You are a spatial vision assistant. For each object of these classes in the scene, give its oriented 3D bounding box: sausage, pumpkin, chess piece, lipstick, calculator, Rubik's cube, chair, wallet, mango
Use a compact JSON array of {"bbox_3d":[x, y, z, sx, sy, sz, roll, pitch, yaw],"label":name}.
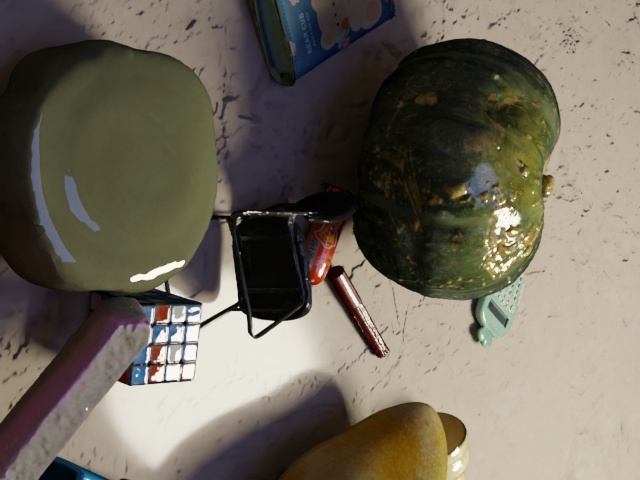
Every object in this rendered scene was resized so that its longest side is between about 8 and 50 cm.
[{"bbox_3d":[0.000,0.000,1.473,0.050,0.048,0.145,25,83,-39],"label":"sausage"},{"bbox_3d":[0.174,-0.090,1.459,0.292,0.257,0.328,86,16,-51],"label":"pumpkin"},{"bbox_3d":[0.201,0.452,1.717,0.117,0.117,0.397,-35,122,-35],"label":"chess piece"},{"bbox_3d":[0.055,0.103,1.563,0.027,0.027,0.176,-50,131,-26],"label":"lipstick"},{"bbox_3d":[0.284,0.099,1.793,0.095,0.021,0.153,45,66,-40],"label":"calculator"},{"bbox_3d":[-0.198,0.106,1.259,0.092,0.092,0.092,2,96,-45],"label":"Rubik's cube"},{"bbox_3d":[-0.061,0.024,1.342,0.221,0.140,0.145,-14,99,-47],"label":"chair"},{"bbox_3d":[0.005,-0.300,1.406,0.202,0.059,0.141,-38,130,-31],"label":"wallet"},{"bbox_3d":[0.038,0.364,1.471,0.221,0.199,0.384,49,57,-15],"label":"mango"}]

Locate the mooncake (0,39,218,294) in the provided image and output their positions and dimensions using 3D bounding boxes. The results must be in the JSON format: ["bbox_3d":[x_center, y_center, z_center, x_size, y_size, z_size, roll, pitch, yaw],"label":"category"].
[{"bbox_3d":[-0.230,-0.075,1.164,0.275,0.135,0.275,-7,99,-45],"label":"mooncake"}]

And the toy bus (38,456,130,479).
[{"bbox_3d":[-0.240,0.317,1.263,0.184,0.090,0.106,39,69,-42],"label":"toy bus"}]

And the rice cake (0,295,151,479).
[{"bbox_3d":[-0.300,0.207,1.144,0.365,0.072,0.056,-51,128,-4],"label":"rice cake"}]
